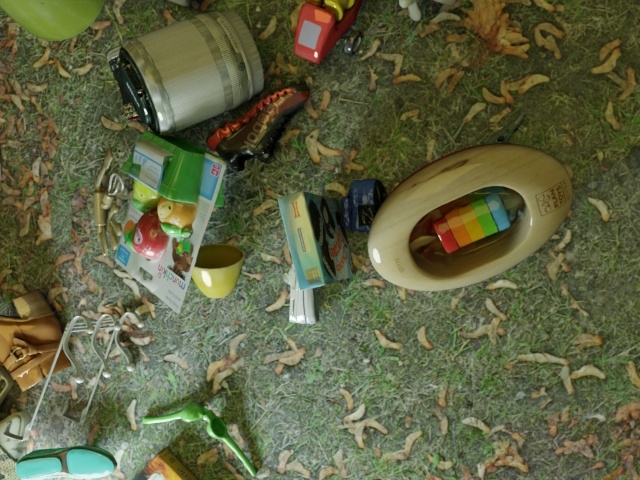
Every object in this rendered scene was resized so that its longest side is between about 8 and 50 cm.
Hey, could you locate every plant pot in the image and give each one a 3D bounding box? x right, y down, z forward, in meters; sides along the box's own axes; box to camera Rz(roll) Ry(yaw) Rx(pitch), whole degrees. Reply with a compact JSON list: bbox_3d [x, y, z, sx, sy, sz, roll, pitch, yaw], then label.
[{"bbox_3d":[-0.244,0.078,1.680,0.134,0.134,0.095,5,115,11],"label":"plant pot"},{"bbox_3d":[-0.695,-0.644,1.680,0.274,0.293,0.275,0,90,11],"label":"plant pot"}]

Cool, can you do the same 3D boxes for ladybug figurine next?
[{"bbox_3d":[0.309,-0.062,1.519,0.449,0.162,0.305,-21,122,9],"label":"ladybug figurine"}]

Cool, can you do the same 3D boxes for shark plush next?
[{"bbox_3d":[0.396,-0.211,1.580,0.161,0.067,0.073,-35,83,9],"label":"shark plush"}]

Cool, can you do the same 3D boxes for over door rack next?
[{"bbox_3d":[-0.550,0.320,1.672,0.108,0.239,0.324,33,95,15],"label":"over door rack"}]

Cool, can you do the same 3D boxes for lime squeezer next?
[{"bbox_3d":[-0.279,0.454,1.709,0.310,0.059,0.110,22,93,10],"label":"lime squeezer"}]

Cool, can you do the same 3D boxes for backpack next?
[{"bbox_3d":[0.097,-0.080,1.621,0.101,0.098,0.120,2,90,15],"label":"backpack"}]

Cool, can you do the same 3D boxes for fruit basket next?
[{"bbox_3d":[-0.366,-0.060,1.635,0.327,0.165,0.353,30,100,43],"label":"fruit basket"}]

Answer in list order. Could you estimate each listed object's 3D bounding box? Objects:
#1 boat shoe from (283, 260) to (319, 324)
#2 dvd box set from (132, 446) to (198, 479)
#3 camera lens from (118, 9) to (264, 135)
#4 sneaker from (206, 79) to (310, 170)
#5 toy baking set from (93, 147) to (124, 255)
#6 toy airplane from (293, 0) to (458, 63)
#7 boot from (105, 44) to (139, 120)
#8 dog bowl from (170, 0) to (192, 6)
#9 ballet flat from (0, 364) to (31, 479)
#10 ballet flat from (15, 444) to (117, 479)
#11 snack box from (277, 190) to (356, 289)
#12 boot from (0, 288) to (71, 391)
[{"bbox_3d":[-0.050,0.083,1.654,0.075,0.083,0.226,-3,89,10],"label":"boat shoe"},{"bbox_3d":[-0.331,0.754,1.712,0.420,0.062,0.307,44,97,9],"label":"dvd box set"},{"bbox_3d":[-0.291,-0.373,1.597,0.274,0.219,0.219,-26,84,-17],"label":"camera lens"},{"bbox_3d":[-0.127,-0.258,1.667,0.276,0.097,0.135,-33,83,11],"label":"sneaker"},{"bbox_3d":[-0.500,-0.089,1.705,0.030,0.196,0.256,-5,96,-34],"label":"toy baking set"},{"bbox_3d":[0.069,-0.619,1.544,0.386,0.272,0.384,-19,85,10],"label":"toy airplane"},{"bbox_3d":[-0.389,-0.398,1.730,0.236,0.085,0.179,-13,91,10],"label":"boot"},{"bbox_3d":[-0.393,-0.652,1.637,0.265,0.265,0.104,29,92,10],"label":"dog bowl"},{"bbox_3d":[-0.835,0.419,1.778,0.182,0.164,0.483,-33,81,-10],"label":"ballet flat"},{"bbox_3d":[-0.611,0.535,1.753,0.247,0.087,0.083,-4,96,0],"label":"ballet flat"},{"bbox_3d":[0.000,0.000,1.524,0.060,0.322,0.187,-14,87,13],"label":"snack box"},{"bbox_3d":[-0.774,0.270,1.767,0.283,0.109,0.220,-24,91,-15],"label":"boot"}]
